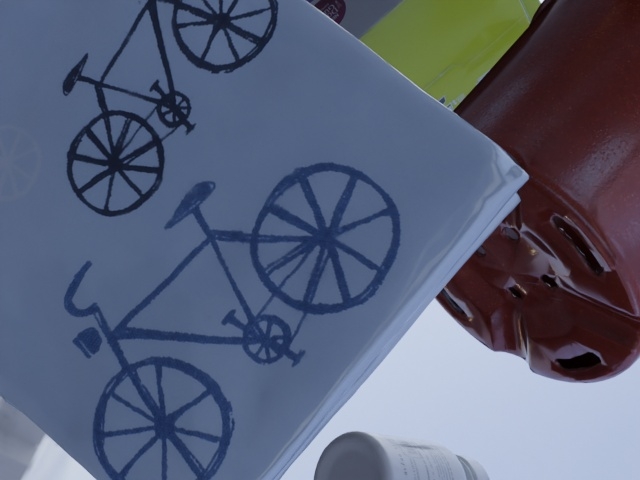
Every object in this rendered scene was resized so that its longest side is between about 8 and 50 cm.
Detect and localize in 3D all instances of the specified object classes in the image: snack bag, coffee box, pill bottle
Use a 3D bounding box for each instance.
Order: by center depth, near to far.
[{"bbox_3d":[-0.106,-0.020,0.609,0.323,0.342,0.037,-51,175,8],"label":"snack bag"},{"bbox_3d":[0.112,0.318,1.269,0.131,0.229,0.131,-16,-114,41],"label":"pill bottle"},{"bbox_3d":[0.078,-0.274,1.300,0.338,0.338,0.334,-40,-129,10],"label":"coffee box"}]

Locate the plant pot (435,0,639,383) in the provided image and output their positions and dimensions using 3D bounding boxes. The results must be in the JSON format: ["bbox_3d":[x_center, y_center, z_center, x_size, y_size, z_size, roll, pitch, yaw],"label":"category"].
[{"bbox_3d":[0.211,-0.055,0.722,0.265,0.272,0.272,-42,-172,-27],"label":"plant pot"}]
